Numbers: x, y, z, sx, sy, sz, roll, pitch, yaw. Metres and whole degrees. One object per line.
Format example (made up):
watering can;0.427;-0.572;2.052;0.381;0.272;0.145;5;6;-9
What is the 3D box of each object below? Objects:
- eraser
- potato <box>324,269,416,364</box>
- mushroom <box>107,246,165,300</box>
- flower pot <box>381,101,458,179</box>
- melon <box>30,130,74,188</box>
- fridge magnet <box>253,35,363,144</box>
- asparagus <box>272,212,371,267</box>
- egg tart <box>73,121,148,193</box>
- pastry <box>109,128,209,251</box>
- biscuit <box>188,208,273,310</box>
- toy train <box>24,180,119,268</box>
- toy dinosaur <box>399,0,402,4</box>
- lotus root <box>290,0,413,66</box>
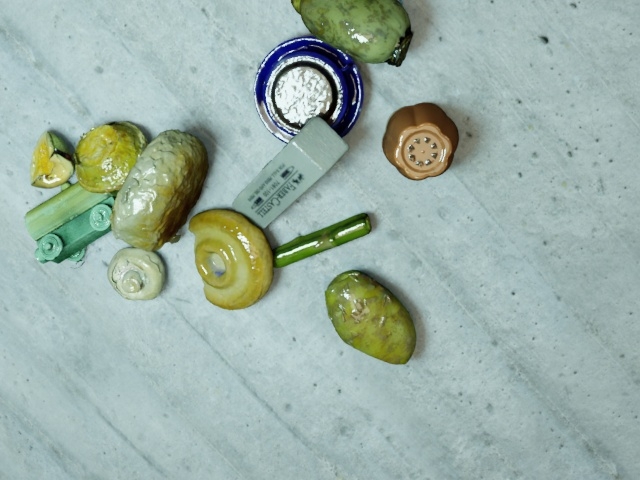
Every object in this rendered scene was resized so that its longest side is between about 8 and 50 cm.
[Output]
eraser;-0.082;-0.153;1.747;0.111;0.077;0.352;45;135;-7
potato;0.131;0.205;1.858;0.176;0.141;0.298;-38;99;24
mushroom;-0.481;0.090;1.895;0.154;0.122;0.154;3;114;7
flower pot;0.239;-0.223;1.707;0.191;0.173;0.190;1;106;3
melon;-0.674;-0.211;1.845;0.160;0.079;0.128;-41;58;39
fridge magnet;-0.030;-0.347;1.725;0.266;0.112;0.265;2;106;8
asparagus;0.001;0.002;1.852;0.278;0.067;0.060;-20;132;15
egg tart;-0.521;-0.212;1.779;0.213;0.090;0.212;-7;62;14
pastry;-0.379;-0.112;1.732;0.136;0.329;0.329;28;107;1
biscuit;-0.224;0.049;1.853;0.213;0.091;0.274;-7;103;30
toy train;-0.618;-0.058;1.882;0.308;0.126;0.189;-29;69;13
toy dinosaur;0.172;-0.519;1.698;0.047;0.030;0.083;34;106;-7
lotus root;0.062;-0.501;1.638;0.309;0.173;0.173;30;108;15
